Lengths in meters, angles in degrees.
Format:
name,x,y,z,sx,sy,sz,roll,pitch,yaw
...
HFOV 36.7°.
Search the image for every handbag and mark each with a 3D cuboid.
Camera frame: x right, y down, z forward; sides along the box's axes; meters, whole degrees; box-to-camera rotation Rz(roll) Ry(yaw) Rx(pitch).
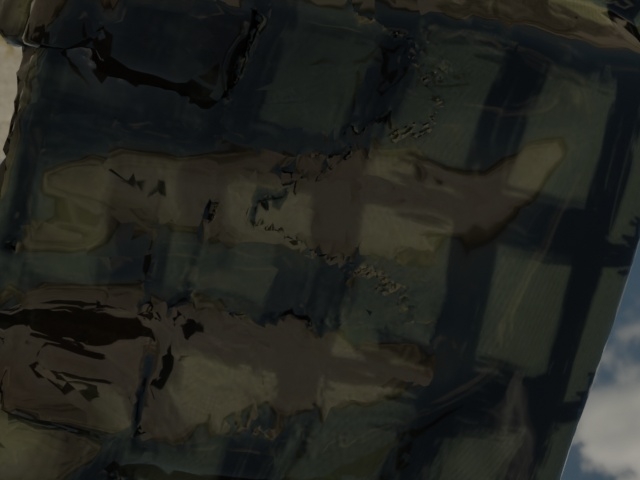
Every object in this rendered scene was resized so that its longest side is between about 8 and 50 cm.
name,x,y,z,sx,sy,sz,roll,pitch,yaw
handbag,0.000,0.000,0.444,0.162,0.327,0.325,23,-82,56
